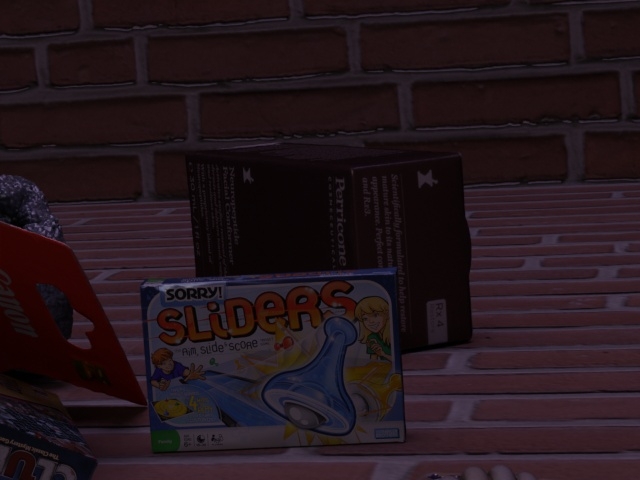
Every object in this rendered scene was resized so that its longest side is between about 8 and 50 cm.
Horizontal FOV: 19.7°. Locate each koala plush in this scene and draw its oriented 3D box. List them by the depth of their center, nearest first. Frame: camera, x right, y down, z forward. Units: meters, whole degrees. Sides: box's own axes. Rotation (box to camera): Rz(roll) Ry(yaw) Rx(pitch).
[{"bbox_3d":[-0.361,0.051,1.755,0.221,0.196,0.203,-2,17,-22],"label":"koala plush"}]

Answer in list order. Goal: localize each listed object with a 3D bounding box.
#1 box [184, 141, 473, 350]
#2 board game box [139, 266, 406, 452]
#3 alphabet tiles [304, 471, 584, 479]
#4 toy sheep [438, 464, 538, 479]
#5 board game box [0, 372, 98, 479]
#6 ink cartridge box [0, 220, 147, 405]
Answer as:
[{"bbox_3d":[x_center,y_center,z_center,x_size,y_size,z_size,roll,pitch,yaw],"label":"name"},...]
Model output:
[{"bbox_3d":[0.000,0.000,1.943,0.143,0.191,0.381,-8,8,-30],"label":"box"},{"bbox_3d":[-0.036,0.093,1.447,0.201,0.136,0.035,-4,8,4],"label":"board game box"},{"bbox_3d":[0.073,0.182,1.213,0.237,0.009,0.198,0,9,24],"label":"alphabet tiles"},{"bbox_3d":[0.102,0.168,1.033,0.132,0.091,0.091,1,7,-3],"label":"toy sheep"},{"bbox_3d":[-0.265,0.128,1.381,0.165,0.042,0.243,23,0,-15],"label":"board game box"},{"bbox_3d":[-0.360,0.064,1.522,0.385,0.091,0.308,13,-26,14],"label":"ink cartridge box"}]
